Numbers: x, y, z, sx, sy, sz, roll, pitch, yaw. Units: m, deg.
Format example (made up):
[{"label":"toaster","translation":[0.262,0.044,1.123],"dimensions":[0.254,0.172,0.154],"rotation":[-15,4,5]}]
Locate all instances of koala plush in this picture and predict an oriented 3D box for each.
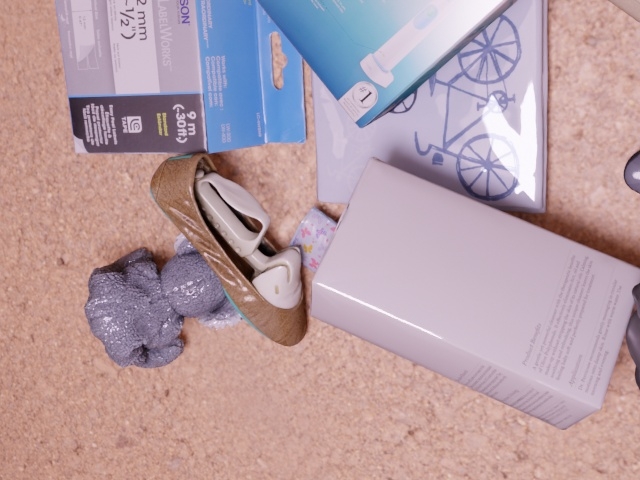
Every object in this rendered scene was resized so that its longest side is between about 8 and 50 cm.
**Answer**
[{"label":"koala plush","translation":[-0.229,0.085,1.224],"dimensions":[0.221,0.203,0.196],"rotation":[-21,85,6]}]

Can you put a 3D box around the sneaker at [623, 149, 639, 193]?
[{"label":"sneaker","translation":[0.481,-0.075,0.944],"dimensions":[0.223,0.098,0.083],"rotation":[5,105,20]}]

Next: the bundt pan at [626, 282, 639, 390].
[{"label":"bundt pan","translation":[0.491,0.094,0.880],"dimensions":[0.330,0.124,0.331],"rotation":[-1,110,-4]}]

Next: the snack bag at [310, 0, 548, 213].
[{"label":"snack bag","translation":[0.136,-0.195,1.083],"dimensions":[0.342,0.037,0.323],"rotation":[1,103,24]}]

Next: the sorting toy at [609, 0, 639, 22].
[{"label":"sorting toy","translation":[0.355,-0.354,0.890],"dimensions":[0.347,0.047,0.196],"rotation":[34,142,-1]}]

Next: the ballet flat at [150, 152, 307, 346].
[{"label":"ballet flat","translation":[-0.105,0.010,1.153],"dimensions":[0.124,0.116,0.342],"rotation":[-27,104,39]}]

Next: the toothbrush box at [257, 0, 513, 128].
[{"label":"toothbrush box","translation":[0.102,-0.316,0.953],"dimensions":[0.216,0.126,0.295],"rotation":[50,124,0]}]

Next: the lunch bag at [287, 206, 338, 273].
[{"label":"lunch bag","translation":[0.000,0.000,1.177],"dimensions":[0.071,0.053,0.083],"rotation":[35,123,12]}]

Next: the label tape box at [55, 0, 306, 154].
[{"label":"label tape box","translation":[-0.204,-0.256,1.157],"dimensions":[0.347,0.115,0.249],"rotation":[3,105,22]}]

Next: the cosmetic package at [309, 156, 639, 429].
[{"label":"cosmetic package","translation":[0.187,0.067,1.003],"dimensions":[0.365,0.155,0.197],"rotation":[24,69,10]}]
